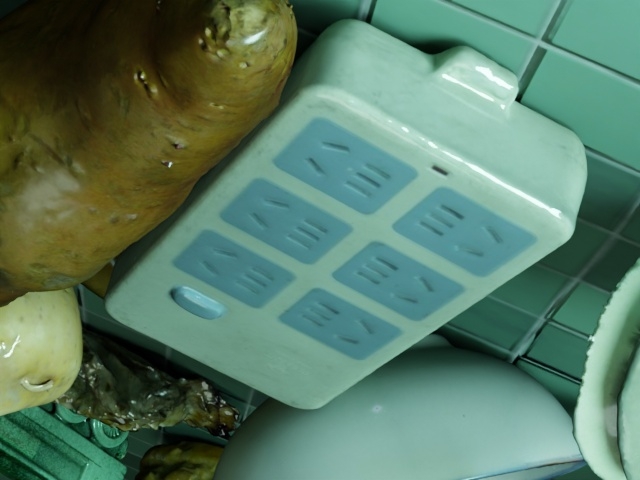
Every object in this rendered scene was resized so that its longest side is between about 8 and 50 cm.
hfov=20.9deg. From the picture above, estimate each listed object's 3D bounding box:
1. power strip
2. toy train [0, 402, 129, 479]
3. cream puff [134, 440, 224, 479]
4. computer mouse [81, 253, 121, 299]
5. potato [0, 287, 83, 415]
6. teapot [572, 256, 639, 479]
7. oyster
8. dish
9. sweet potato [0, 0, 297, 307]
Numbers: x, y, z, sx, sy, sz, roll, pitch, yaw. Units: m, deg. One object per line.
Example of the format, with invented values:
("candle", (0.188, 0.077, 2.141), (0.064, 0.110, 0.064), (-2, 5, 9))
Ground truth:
("power strip", (0.000, 0.000, 0.724), (0.118, 0.046, 0.270), (25, 150, -15))
("toy train", (-0.209, 0.140, 1.276), (0.071, 0.111, 0.170), (0, 149, 39))
("cream puff", (-0.086, 0.227, 1.346), (0.150, 0.115, 0.165), (23, 161, 13))
("computer mouse", (-0.077, 0.006, 0.883), (0.126, 0.056, 0.245), (10, 154, 31))
("potato", (-0.194, 0.025, 0.936), (0.118, 0.109, 0.178), (24, -158, -45))
("teapot", (0.218, 0.080, 0.596), (0.251, 0.183, 0.183), (21, 163, 43))
("oyster", (-0.141, 0.102, 1.198), (0.177, 0.056, 0.105), (27, 168, -22))
("dish", (0.028, 0.103, 0.911), (0.236, 0.086, 0.228), (-8, 166, -22))
("sweet potato", (-0.103, -0.043, 0.701), (0.112, 0.112, 0.359), (30, 146, -16))
